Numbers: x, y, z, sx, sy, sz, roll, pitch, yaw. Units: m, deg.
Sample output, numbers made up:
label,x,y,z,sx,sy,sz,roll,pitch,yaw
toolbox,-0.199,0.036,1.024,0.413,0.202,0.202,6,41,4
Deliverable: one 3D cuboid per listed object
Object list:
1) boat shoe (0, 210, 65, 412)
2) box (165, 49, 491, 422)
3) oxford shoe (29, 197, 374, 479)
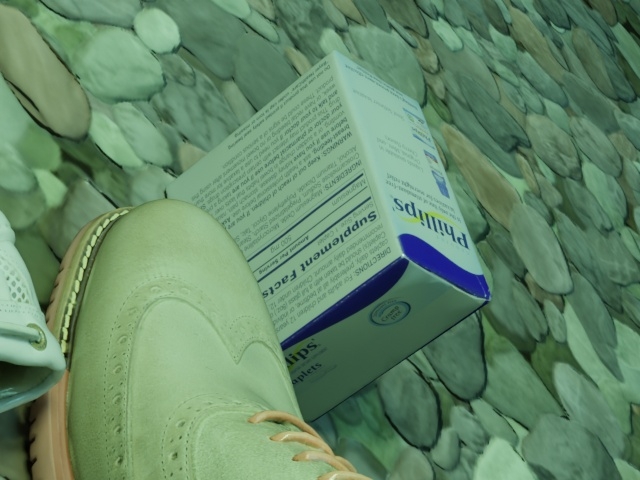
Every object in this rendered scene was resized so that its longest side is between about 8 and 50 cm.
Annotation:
label,x,y,z,sx,sy,sz,roll,pitch,yaw
boat shoe,-0.161,0.053,0.504,0.096,0.098,0.277,52,25,3
box,0.000,0.000,0.794,0.072,0.126,0.137,27,36,-43
oxford shoe,-0.007,0.123,0.603,0.140,0.146,0.397,21,38,-42
